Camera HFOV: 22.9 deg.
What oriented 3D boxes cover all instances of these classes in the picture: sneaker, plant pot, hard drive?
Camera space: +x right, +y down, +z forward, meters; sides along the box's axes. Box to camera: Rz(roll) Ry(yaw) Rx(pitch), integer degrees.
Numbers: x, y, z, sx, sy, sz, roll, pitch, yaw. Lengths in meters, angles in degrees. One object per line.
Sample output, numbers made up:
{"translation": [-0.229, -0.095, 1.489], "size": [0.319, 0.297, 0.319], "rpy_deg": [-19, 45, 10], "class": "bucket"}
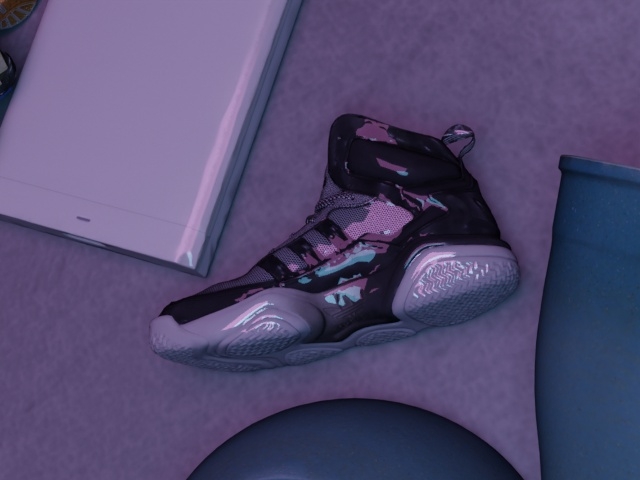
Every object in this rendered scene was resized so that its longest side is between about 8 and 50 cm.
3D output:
{"translation": [-0.252, -0.212, 1.318], "size": [0.083, 0.032, 0.037], "rpy_deg": [-48, 53, -6], "class": "sneaker"}
{"translation": [0.000, 0.000, 1.142], "size": [0.268, 0.101, 0.153], "rpy_deg": [-13, 70, 7], "class": "sneaker"}
{"translation": [0.003, 0.231, 1.019], "size": [0.290, 0.195, 0.290], "rpy_deg": [-5, 73, 15], "class": "plant pot"}
{"translation": [0.248, 0.102, 0.957], "size": [0.271, 0.271, 0.255], "rpy_deg": [15, 93, 20], "class": "plant pot"}
{"translation": [-0.134, -0.142, 1.253], "size": [0.203, 0.040, 0.308], "rpy_deg": [15, 80, 20], "class": "hard drive"}

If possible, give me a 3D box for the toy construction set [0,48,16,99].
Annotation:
{"translation": [-0.368, -0.140, 1.263], "size": [0.215, 0.151, 0.328], "rpy_deg": [-30, 72, -8], "class": "toy construction set"}
